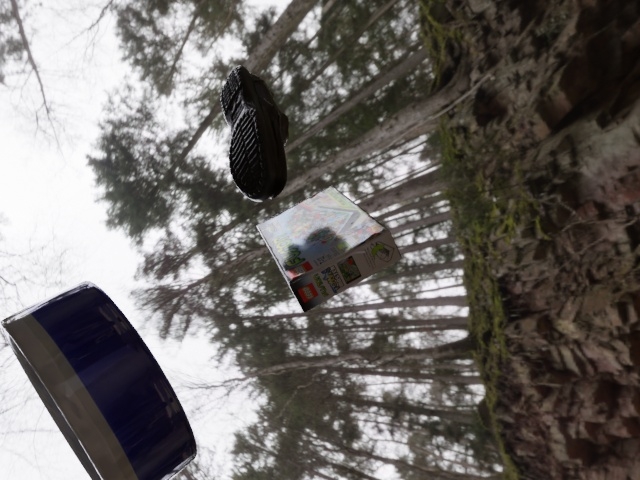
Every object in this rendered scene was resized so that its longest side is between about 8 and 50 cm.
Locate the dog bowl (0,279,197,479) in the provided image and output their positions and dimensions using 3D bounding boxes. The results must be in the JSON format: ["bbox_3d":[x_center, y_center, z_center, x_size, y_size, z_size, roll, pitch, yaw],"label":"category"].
[{"bbox_3d":[-0.264,0.184,0.711,0.104,0.265,0.265,-32,-85,-31],"label":"dog bowl"}]

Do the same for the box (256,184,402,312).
[{"bbox_3d":[0.000,0.000,0.673,0.114,0.207,0.036,-29,-67,-6],"label":"box"}]

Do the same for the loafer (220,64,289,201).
[{"bbox_3d":[-0.069,-0.138,0.752,0.078,0.080,0.220,13,-133,-33],"label":"loafer"}]
